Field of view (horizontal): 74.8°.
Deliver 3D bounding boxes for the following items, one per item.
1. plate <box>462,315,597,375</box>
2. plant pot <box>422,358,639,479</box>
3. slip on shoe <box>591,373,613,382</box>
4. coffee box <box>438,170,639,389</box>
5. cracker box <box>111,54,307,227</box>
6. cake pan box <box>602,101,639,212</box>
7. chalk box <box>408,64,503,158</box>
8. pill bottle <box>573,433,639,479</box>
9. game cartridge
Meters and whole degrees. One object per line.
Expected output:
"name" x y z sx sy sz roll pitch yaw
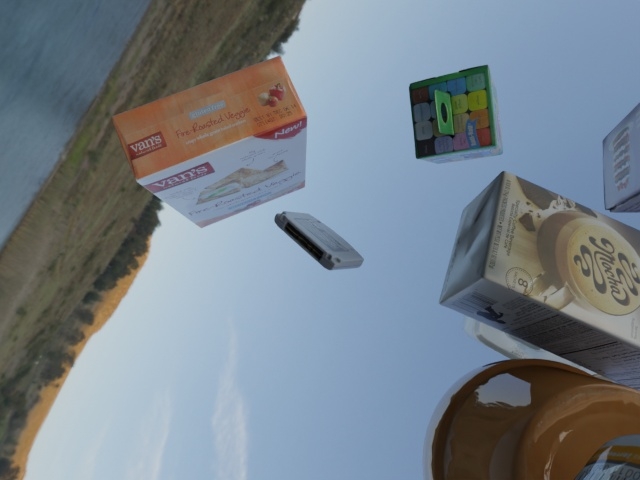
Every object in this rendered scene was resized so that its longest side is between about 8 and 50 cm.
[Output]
"plate" 0.410 0.169 0.817 0.277 0.278 0.045 26 -127 33
"plant pot" 0.274 0.266 0.456 0.203 0.291 0.290 83 24 -66
"slip on shoe" 0.390 0.230 0.605 0.041 0.135 0.051 -29 -111 63
"coffee box" 0.333 0.056 0.553 0.119 0.297 0.168 116 -3 -63
"cracker box" -0.098 -0.088 0.463 0.156 0.067 0.232 -22 173 -5
"cake pan box" 0.301 -0.070 0.171 0.246 0.267 0.070 -2 -100 16
"chalk box" 0.321 -0.287 0.987 0.179 0.289 0.180 -5 -85 26
"pill bottle" 0.162 0.257 0.217 0.278 0.162 0.162 -35 -159 -22
"game cartridge" 0.000 0.000 0.400 0.083 0.056 0.017 41 -64 30
